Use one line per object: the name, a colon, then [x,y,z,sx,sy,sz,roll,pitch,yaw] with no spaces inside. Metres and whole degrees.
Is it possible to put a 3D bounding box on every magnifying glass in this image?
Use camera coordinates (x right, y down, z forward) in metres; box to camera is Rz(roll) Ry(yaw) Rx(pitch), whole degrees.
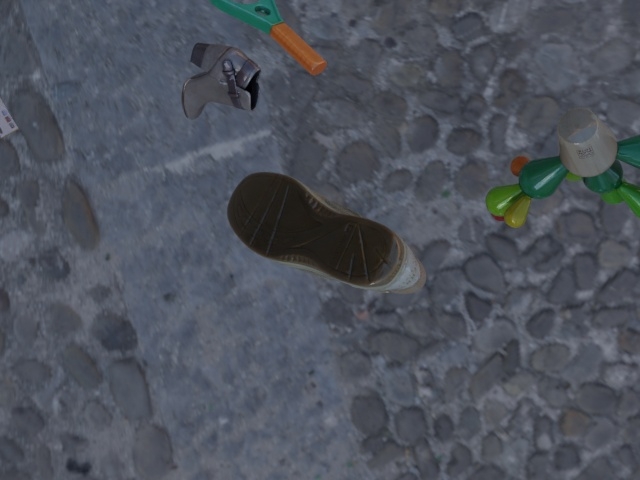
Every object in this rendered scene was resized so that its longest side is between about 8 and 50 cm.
magnifying glass: [-0.076,-0.310,1.463,0.092,0.231,0.026,-27,155,-37]

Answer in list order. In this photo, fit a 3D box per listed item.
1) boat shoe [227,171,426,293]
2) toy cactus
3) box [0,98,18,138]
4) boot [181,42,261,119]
boat shoe: [0.000,0.000,1.515,0.110,0.341,0.122,30,88,-50]
toy cactus: [0.243,-0.058,0.942,0.180,0.219,0.112,36,56,-60]
box: [-0.474,-0.179,1.493,0.028,0.136,0.081,-25,104,11]
boot: [-0.111,-0.170,1.200,0.087,0.042,0.118,28,138,15]
